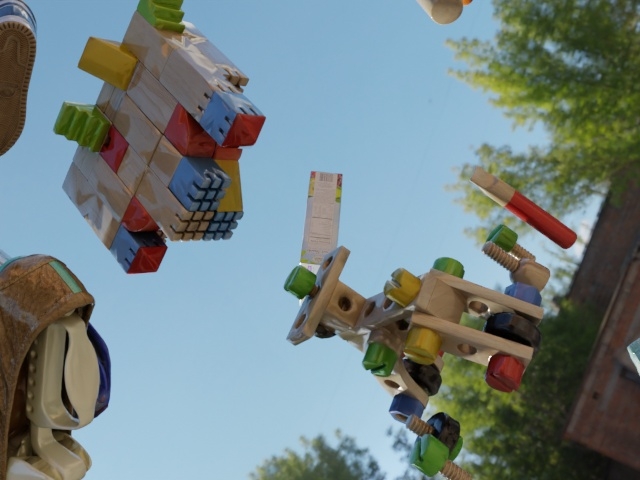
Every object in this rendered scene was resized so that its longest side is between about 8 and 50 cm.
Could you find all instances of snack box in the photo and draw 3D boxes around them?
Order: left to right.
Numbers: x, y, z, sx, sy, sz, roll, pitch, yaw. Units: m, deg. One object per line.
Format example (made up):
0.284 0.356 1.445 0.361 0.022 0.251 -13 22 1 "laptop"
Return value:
0.000 0.000 1.485 0.174 0.070 0.207 94 -179 -58 "snack box"

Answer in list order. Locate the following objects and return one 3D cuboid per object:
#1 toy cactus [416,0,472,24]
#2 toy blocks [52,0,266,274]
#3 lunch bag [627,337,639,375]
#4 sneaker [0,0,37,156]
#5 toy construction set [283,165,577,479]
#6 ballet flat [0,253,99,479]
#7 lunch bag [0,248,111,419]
0.124 -0.300 0.828 0.219 0.180 0.112 20 -50 -28 "toy cactus"
-0.198 -0.105 1.020 0.190 0.261 0.381 -3 -48 -50 "toy blocks"
0.452 0.189 0.755 0.262 0.223 0.160 6 -51 -19 "lunch bag"
-0.557 -0.285 1.339 0.099 0.153 0.282 11 -54 -31 "sneaker"
0.104 0.054 0.848 0.309 0.237 0.257 -56 7 -7 "toy construction set"
-0.293 0.183 0.814 0.116 0.124 0.342 -16 -55 -59 "ballet flat"
-0.589 0.177 1.490 0.239 0.328 0.385 -44 -31 -10 "lunch bag"
